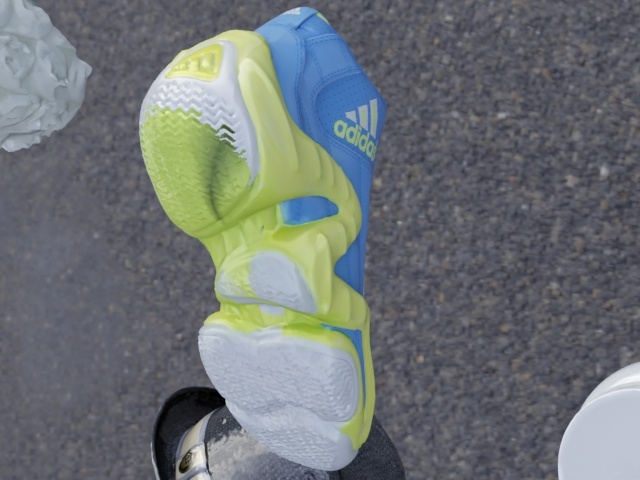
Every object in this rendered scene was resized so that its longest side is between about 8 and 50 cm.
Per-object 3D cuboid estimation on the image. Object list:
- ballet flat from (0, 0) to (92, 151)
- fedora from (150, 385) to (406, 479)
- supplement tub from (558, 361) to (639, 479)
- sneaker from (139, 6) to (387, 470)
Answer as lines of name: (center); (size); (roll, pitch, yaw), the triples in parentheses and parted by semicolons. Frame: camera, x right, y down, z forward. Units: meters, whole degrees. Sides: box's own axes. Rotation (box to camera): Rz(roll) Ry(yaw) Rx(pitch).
ballet flat: (-0.278, -0.117, 0.459); (0.147, 0.409, 0.147); (-20, 54, 31)
fedora: (-0.013, 0.234, 1.035); (0.152, 0.334, 0.334); (-44, 54, 14)
supplement tub: (0.448, 0.249, 1.250); (0.241, 0.331, 0.241); (3, 95, 37)
sneaker: (0.000, 0.000, 0.496); (0.091, 0.126, 0.240); (16, 137, 28)
